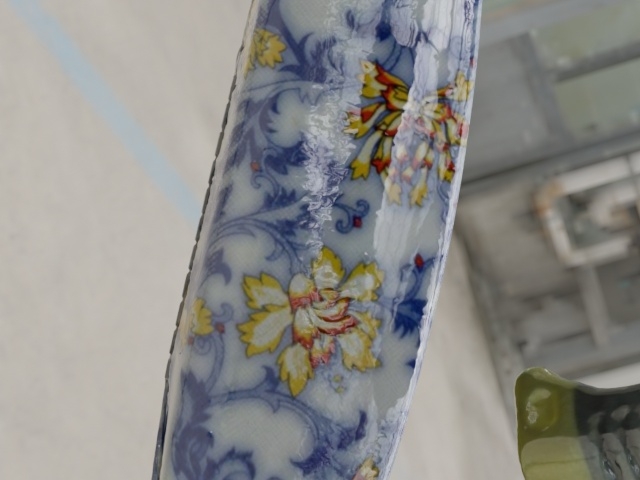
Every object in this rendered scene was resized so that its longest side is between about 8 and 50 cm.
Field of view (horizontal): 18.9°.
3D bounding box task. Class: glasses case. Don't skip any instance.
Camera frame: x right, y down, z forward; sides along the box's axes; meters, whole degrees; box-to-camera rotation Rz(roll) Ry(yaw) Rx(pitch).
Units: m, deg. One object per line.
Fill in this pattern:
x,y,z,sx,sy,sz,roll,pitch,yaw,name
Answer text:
0.000,0.000,0.673,0.065,0.087,0.248,-154,-103,-87,glasses case

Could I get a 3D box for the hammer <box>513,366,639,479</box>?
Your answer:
0.167,0.039,0.579,0.041,0.226,0.159,61,21,-24,hammer
